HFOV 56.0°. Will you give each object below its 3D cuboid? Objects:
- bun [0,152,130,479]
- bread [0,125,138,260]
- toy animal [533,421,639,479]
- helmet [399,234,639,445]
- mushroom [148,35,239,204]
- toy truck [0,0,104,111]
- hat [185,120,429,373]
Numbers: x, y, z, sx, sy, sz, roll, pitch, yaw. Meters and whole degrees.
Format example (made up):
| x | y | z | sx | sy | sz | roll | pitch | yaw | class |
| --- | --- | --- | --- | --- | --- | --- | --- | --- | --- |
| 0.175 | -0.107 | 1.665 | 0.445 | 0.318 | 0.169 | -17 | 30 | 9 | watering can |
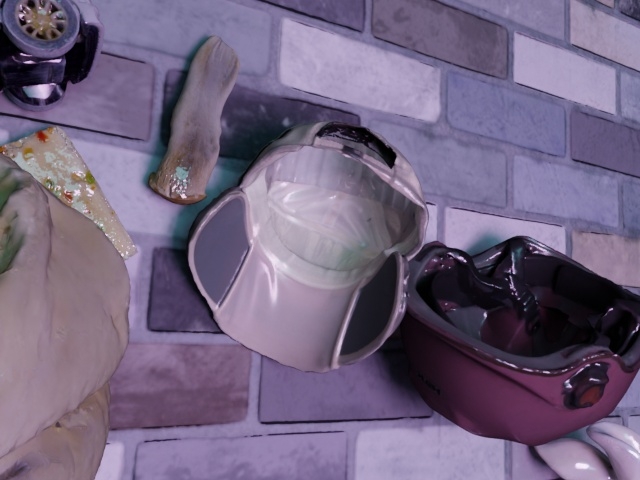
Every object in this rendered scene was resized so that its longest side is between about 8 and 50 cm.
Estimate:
| x | y | z | sx | sy | sz | roll | pitch | yaw | class |
| --- | --- | --- | --- | --- | --- | --- | --- | --- | --- |
| -0.273 | 0.049 | 0.389 | 0.219 | 0.365 | 0.365 | -41 | 110 | 18 | bun |
| -0.246 | -0.033 | 0.590 | 0.068 | 0.028 | 0.154 | -34 | 103 | -30 | bread |
| 0.389 | 0.425 | 0.809 | 0.247 | 0.183 | 0.310 | 37 | 68 | -21 | toy animal |
| 0.224 | 0.130 | 0.724 | 0.338 | 0.271 | 0.197 | -11 | 122 | -32 | helmet |
| -0.134 | -0.132 | 0.656 | 0.059 | 0.054 | 0.202 | 22 | 69 | -32 | mushroom |
| -0.373 | -0.183 | 0.469 | 0.367 | 0.146 | 0.175 | -14 | 87 | -30 | toy truck |
| -0.004 | 0.008 | 0.652 | 0.232 | 0.161 | 0.275 | 22 | 95 | 13 | hat |
